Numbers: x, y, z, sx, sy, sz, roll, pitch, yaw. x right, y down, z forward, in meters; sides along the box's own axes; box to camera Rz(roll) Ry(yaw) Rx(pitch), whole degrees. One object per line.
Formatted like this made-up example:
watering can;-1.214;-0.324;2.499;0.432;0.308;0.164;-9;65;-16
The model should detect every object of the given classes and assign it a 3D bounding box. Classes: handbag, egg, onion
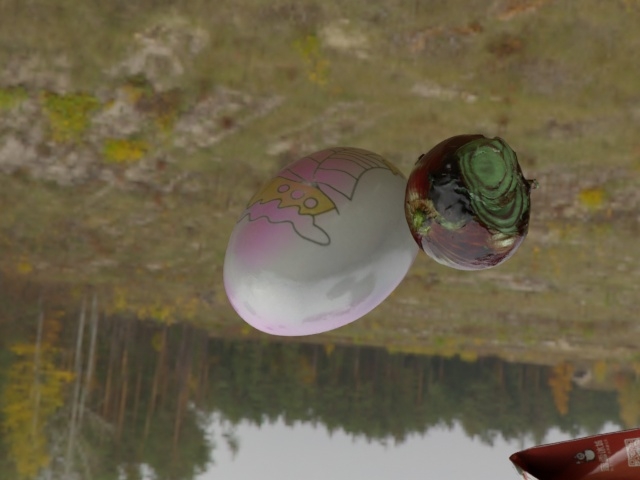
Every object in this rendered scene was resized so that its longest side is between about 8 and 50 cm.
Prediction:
handbag;0.377;0.297;1.215;0.298;0.151;0.171;4;145;28
egg;0.000;0.000;1.185;0.196;0.196;0.271;-2;-166;45
onion;0.126;-0.031;0.911;0.118;0.117;0.118;-10;169;-2
